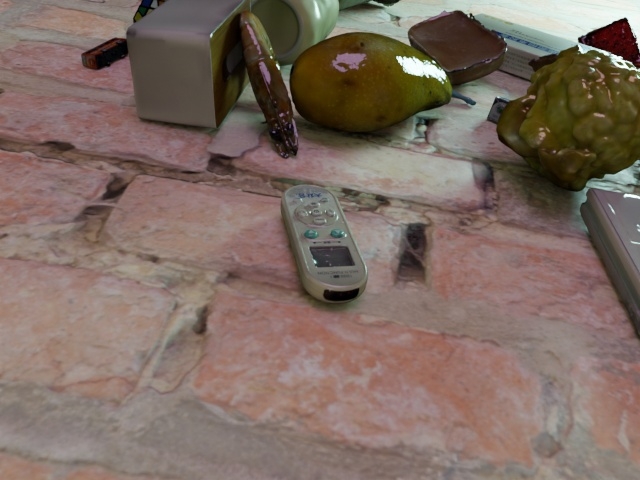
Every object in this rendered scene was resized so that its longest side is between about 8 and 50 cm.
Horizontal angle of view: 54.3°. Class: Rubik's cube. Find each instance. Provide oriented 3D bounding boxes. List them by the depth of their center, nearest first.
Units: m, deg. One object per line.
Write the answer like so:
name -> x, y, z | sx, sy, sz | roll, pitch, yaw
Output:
Rubik's cube -> -0.313, -0.441, 1.263 | 0.112, 0.133, 0.133 | -36, 50, -12

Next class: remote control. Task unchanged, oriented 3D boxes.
remote control -> 0.000, 0.000, 0.782 | 0.078, 0.042, 0.221 | -1, 38, -15
remote control -> 0.434, 0.028, 0.826 | 0.103, 0.055, 0.277 | 8, 37, -1

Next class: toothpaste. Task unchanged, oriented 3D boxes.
toothpaste -> 0.409, -0.214, 1.166 | 0.196, 0.047, 0.040 | 31, 25, 28

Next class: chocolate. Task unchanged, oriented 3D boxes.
chocolate -> 0.300, -0.415, 1.381 | 0.161, 0.083, 0.261 | -20, 43, -3

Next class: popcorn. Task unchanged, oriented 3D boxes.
popcorn -> 0.397, -0.178, 0.970 | 0.251, 0.205, 0.237 | -45, 25, -29

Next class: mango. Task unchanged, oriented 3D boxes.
mango -> 0.097, -0.282, 1.093 | 0.330, 0.176, 0.176 | -26, 92, -36

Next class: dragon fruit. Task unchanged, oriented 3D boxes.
dragon fruit -> 0.727, -0.454, 1.546 | 0.127, 0.121, 0.160 | 30, 45, -47

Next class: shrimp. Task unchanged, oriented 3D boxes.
shrimp -> -0.077, -0.254, 1.069 | 0.058, 0.169, 0.295 | -20, 72, 12

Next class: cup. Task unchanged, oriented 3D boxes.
cup -> -0.105, -0.478, 1.306 | 0.255, 0.173, 0.202 | 16, 35, 9

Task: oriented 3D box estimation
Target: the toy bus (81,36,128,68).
toy bus -> -0.411, -0.361, 1.201 | 0.043, 0.031, 0.110 | 11, 36, 15

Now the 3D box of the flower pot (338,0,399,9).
flower pot -> 0.083, -0.722, 1.625 | 0.259, 0.290, 0.290 | -35, 53, -30

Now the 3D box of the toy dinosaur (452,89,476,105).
toy dinosaur -> 0.218, -0.307, 1.251 | 0.198, 0.045, 0.080 | 23, 25, 7

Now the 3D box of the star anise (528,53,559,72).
star anise -> 0.573, -0.280, 1.203 | 0.347, 0.148, 0.237 | 5, 30, 10

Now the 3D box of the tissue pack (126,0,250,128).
tissue pack -> -0.212, -0.314, 1.066 | 0.136, 0.159, 0.246 | 6, 36, 6

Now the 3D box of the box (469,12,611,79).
box -> 0.485, -0.452, 1.487 | 0.343, 0.065, 0.200 | 30, 40, 27
